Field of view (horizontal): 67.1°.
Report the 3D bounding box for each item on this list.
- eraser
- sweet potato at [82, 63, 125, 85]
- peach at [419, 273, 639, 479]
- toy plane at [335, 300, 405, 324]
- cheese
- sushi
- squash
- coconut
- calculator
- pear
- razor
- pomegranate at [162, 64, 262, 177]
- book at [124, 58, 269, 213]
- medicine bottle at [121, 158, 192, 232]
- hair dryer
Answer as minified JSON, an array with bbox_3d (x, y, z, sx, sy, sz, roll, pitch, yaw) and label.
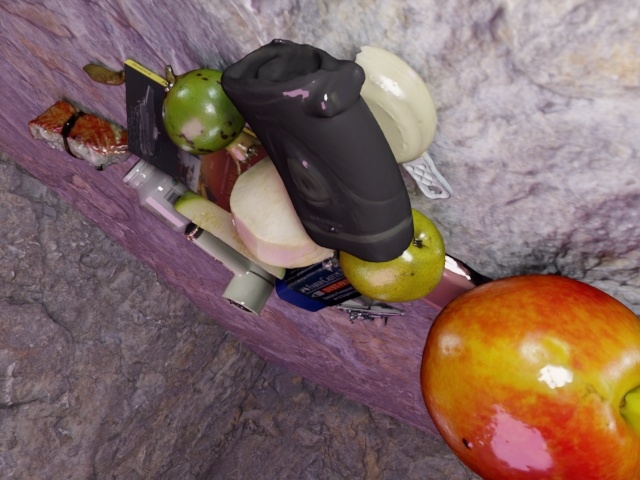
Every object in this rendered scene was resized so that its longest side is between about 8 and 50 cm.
[{"bbox_3d":[0.009,0.081,1.144,0.155,0.101,0.332,25,151,-19],"label":"eraser"},{"bbox_3d":[-0.466,-0.359,1.053,0.153,0.038,0.041,18,176,27],"label":"sweet potato"},{"bbox_3d":[0.348,0.235,0.806,0.389,0.388,0.388,27,157,12],"label":"peach"},{"bbox_3d":[0.130,0.210,1.395,0.234,0.082,0.160,17,179,35],"label":"toy plane"},{"bbox_3d":[0.120,-0.150,0.674,0.249,0.070,0.163,37,158,-11],"label":"cheese"},{"bbox_3d":[-0.666,-0.289,1.341,0.332,0.124,0.130,26,149,10],"label":"sushi"},{"bbox_3d":[-0.210,-0.037,1.196,0.203,0.111,0.289,21,-166,-44],"label":"squash"},{"bbox_3d":[-0.052,-0.059,0.907,0.236,0.237,0.197,87,159,-63],"label":"coconut"},{"bbox_3d":[0.317,0.128,1.026,0.330,0.048,0.220,31,157,-3],"label":"calculator"},{"bbox_3d":[0.132,0.022,0.878,0.198,0.198,0.198,27,157,12],"label":"pear"},{"bbox_3d":[0.012,-0.108,0.663,0.205,0.113,0.349,22,154,37],"label":"razor"},{"bbox_3d":[-0.182,-0.216,0.866,0.156,0.156,0.220,11,174,41],"label":"pomegranate"},{"bbox_3d":[-0.269,-0.199,1.063,0.374,0.028,0.262,31,142,3],"label":"book"},{"bbox_3d":[-0.439,-0.133,1.354,0.215,0.135,0.135,43,155,-24],"label":"medicine bottle"},{"bbox_3d":[-0.261,0.051,1.378,0.128,0.203,0.362,9,153,44],"label":"hair dryer"}]
